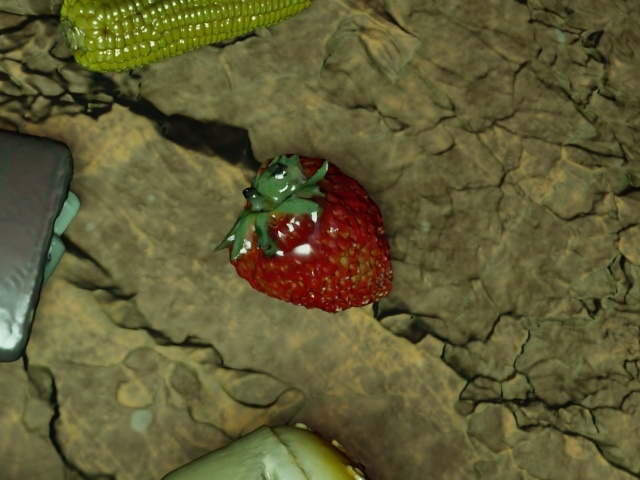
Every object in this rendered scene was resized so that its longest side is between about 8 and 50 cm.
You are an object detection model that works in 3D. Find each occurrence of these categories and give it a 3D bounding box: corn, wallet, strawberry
[{"bbox_3d":[-0.106,-0.197,0.986,0.231,0.080,0.080,-18,83,-25],"label":"corn"},{"bbox_3d":[-0.309,-0.014,0.858,0.229,0.049,0.181,12,73,-6],"label":"wallet"},{"bbox_3d":[-0.007,-0.001,0.959,0.131,0.148,0.131,-10,60,18],"label":"strawberry"}]

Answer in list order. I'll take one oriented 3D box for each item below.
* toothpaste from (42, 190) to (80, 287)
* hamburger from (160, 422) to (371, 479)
[{"bbox_3d":[-0.258,0.066,0.884,0.067,0.037,0.255,34,70,-9],"label":"toothpaste"},{"bbox_3d":[-0.007,0.268,0.785,0.176,0.300,0.300,-15,81,-7],"label":"hamburger"}]
